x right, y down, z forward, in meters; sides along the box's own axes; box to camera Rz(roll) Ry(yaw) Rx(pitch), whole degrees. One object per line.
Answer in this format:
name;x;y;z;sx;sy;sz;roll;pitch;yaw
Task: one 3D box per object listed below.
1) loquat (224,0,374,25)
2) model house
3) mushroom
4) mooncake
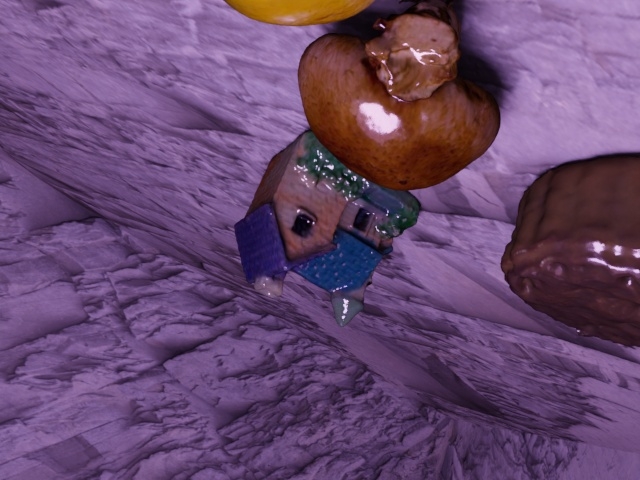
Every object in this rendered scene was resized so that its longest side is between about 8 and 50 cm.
loquat;-0.003;-0.304;0.520;0.246;0.213;0.213;12;155;34
model house;0.000;0.000;1.095;0.312;0.280;0.245;32;157;-21
mushroom;0.097;-0.177;0.713;0.263;0.195;0.283;25;159;15
mooncake;0.448;0.030;0.833;0.324;0.187;0.324;22;160;8
